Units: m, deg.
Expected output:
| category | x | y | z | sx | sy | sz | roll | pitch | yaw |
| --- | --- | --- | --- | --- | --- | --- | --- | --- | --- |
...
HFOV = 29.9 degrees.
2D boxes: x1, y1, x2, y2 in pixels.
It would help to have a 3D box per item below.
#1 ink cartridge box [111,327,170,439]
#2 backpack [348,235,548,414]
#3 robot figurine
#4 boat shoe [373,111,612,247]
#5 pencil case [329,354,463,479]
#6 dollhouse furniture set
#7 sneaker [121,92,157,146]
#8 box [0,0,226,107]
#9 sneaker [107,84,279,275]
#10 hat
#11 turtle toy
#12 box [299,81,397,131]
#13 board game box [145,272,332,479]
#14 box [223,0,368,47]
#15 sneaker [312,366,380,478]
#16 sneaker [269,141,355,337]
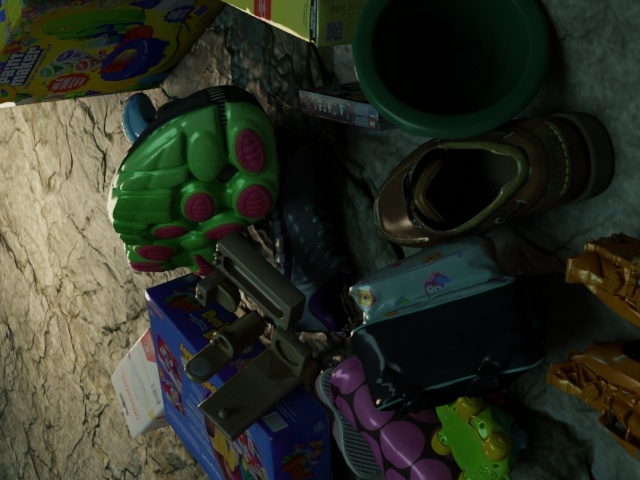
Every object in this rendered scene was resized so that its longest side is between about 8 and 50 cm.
| category | x | y | z | sx | sy | sz | roll | pitch | yaw |
| --- | --- | --- | --- | --- | --- | --- | --- | --- | --- |
| ink cartridge box | -0.245 | 0.214 | 1.808 | 0.198 | 0.067 | 0.115 | -45 | 62 | 51 |
| backpack | 0.116 | 0.077 | 1.083 | 0.188 | 0.166 | 0.144 | 27 | -137 | -73 |
| robot figurine | 0.303 | 0.117 | 0.899 | 0.291 | 0.085 | 0.211 | 35 | 129 | 48 |
| boat shoe | 0.123 | -0.055 | 1.105 | 0.307 | 0.105 | 0.110 | -24 | 80 | 58 |
| pencil case | 0.088 | 0.217 | 1.270 | 0.209 | 0.095 | 0.098 | 56 | 162 | 35 |
| dollhouse furniture set | -0.097 | 0.106 | 1.321 | 0.144 | 0.123 | 0.151 | 42 | 151 | 17 |
| sneaker | -0.220 | -0.138 | 1.676 | 0.073 | 0.063 | 0.162 | -32 | 79 | 40 |
| box | -0.306 | -0.317 | 1.528 | 0.290 | 0.279 | 0.177 | -35 | 70 | 56 |
| sneaker | -0.160 | -0.090 | 1.405 | 0.483 | 0.185 | 0.202 | 138 | 132 | -71 |
| hat | 0.124 | -0.149 | 1.125 | 0.183 | 0.173 | 0.208 | 67 | -169 | -66 |
| turtle toy | 0.155 | 0.181 | 1.170 | 0.130 | 0.066 | 0.095 | 59 | 146 | 28 |
| box | 0.054 | -0.136 | 1.197 | 0.137 | 0.094 | 0.027 | 21 | 118 | 53 |
| board game box | -0.106 | 0.226 | 1.534 | 0.347 | 0.078 | 0.233 | 41 | 144 | 46 |
| box | -0.033 | -0.269 | 1.297 | 0.232 | 0.087 | 0.058 | 35 | 128 | 46 |
| sneaker | 0.031 | 0.211 | 1.397 | 0.134 | 0.051 | 0.070 | 66 | 164 | 2 |
| sneaker | 0.000 | 0.000 | 1.370 | 0.098 | 0.083 | 0.223 | 7 | 105 | 27 |
